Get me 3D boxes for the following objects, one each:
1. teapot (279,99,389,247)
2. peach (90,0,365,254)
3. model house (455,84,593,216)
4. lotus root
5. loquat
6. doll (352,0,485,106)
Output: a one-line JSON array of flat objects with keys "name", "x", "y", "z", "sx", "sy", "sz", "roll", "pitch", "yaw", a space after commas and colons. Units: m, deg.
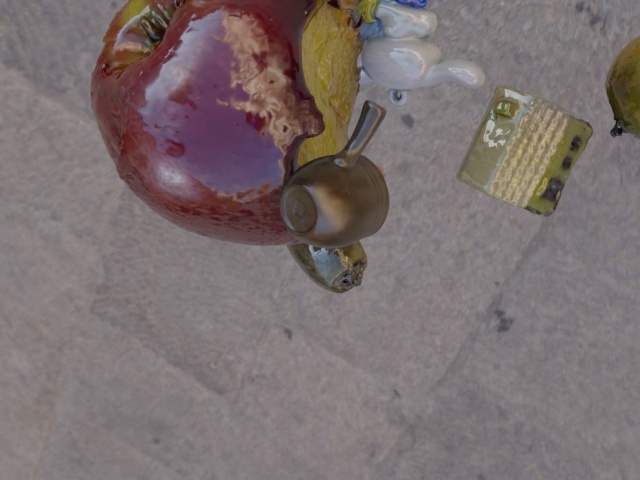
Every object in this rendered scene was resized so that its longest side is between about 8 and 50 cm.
[{"name": "teapot", "x": 0.010, "y": -0.052, "z": 0.553, "sx": 0.085, "sy": 0.080, "sz": 0.110, "roll": 34, "pitch": 123, "yaw": 30}, {"name": "peach", "x": -0.076, "y": -0.161, "z": 0.972, "sx": 0.353, "sy": 0.339, "sz": 0.416, "roll": -3, "pitch": 159, "yaw": 44}, {"name": "model house", "x": 0.338, "y": -0.167, "z": 1.356, "sx": 0.175, "sy": 0.234, "sz": 0.193, "roll": 36, "pitch": 108, "yaw": 38}, {"name": "lotus root", "x": 0.000, "y": 0.000, "z": 1.811, "sx": 0.160, "sy": 0.275, "sz": 0.152, "roll": -42, "pitch": 139, "yaw": 7}, {"name": "loquat", "x": 0.490, "y": -0.225, "z": 1.075, "sx": 0.149, "sy": 0.172, "sz": 0.204, "roll": 23, "pitch": 114, "yaw": -13}, {"name": "doll", "x": 0.171, "y": -0.484, "z": 1.703, "sx": 0.376, "sy": 0.187, "sz": 0.366, "roll": -3, "pitch": 103, "yaw": 20}]
